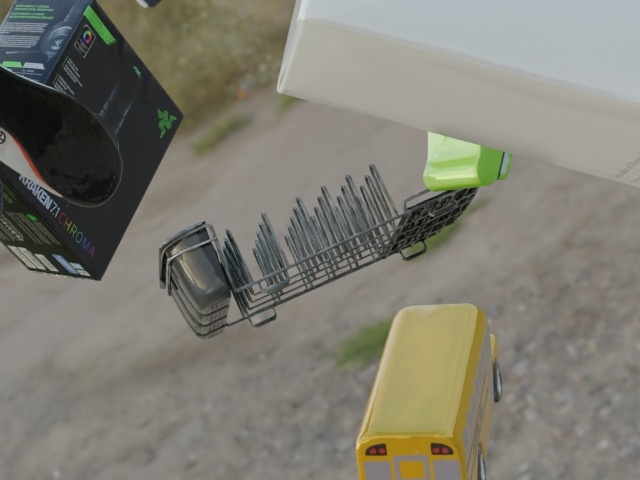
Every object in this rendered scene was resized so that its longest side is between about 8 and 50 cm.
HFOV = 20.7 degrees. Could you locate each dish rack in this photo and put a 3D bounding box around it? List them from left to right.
[{"bbox_3d":[0.000,0.000,1.488,0.271,0.074,0.208,-23,-8,-9],"label":"dish rack"}]

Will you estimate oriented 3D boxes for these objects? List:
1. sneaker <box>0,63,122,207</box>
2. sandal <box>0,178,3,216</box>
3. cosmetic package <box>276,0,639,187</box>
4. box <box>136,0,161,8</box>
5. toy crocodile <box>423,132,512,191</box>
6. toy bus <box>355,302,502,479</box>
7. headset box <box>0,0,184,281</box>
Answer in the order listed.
[{"bbox_3d":[-0.327,-0.130,1.754,0.145,0.270,0.090,17,76,50],"label":"sneaker"},{"bbox_3d":[-0.344,0.009,1.680,0.067,0.179,0.040,7,-16,-14],"label":"sandal"},{"bbox_3d":[0.174,-0.147,1.019,0.155,0.365,0.197,114,171,-77],"label":"cosmetic package"},{"bbox_3d":[-0.047,-0.433,1.450,0.395,0.212,0.293,-35,20,35],"label":"box"},{"bbox_3d":[0.144,-0.199,1.388,0.115,0.105,0.341,2,70,51],"label":"toy crocodile"},{"bbox_3d":[0.116,0.166,1.792,0.108,0.130,0.333,-3,25,13],"label":"toy bus"},{"bbox_3d":[-0.321,-0.135,2.185,0.131,0.246,0.283,6,59,33],"label":"headset box"}]
